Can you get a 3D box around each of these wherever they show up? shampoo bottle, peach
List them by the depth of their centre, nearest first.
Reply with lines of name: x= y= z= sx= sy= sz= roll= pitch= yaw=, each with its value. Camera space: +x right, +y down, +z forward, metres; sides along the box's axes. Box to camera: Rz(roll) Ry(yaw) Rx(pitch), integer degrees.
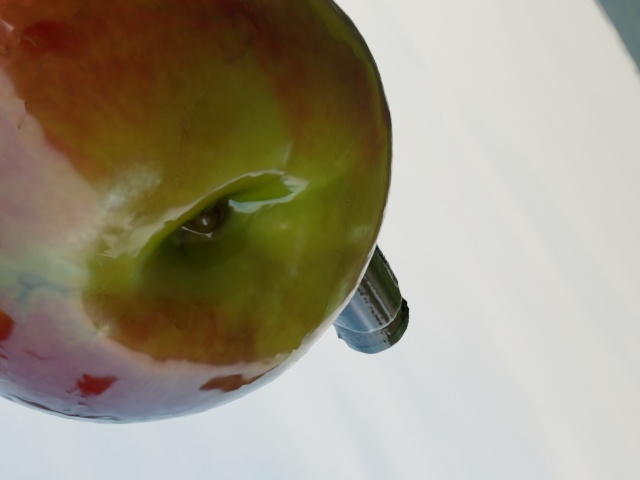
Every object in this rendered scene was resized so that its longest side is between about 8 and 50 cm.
peach: x=-0.154 y=-0.063 z=0.965 sx=0.388 sy=0.388 sz=0.388 roll=53 pitch=-163 yaw=-24
shampoo bottle: x=0.000 y=0.000 z=1.266 sx=0.129 sy=0.084 sz=0.323 roll=40 pitch=170 yaw=34
